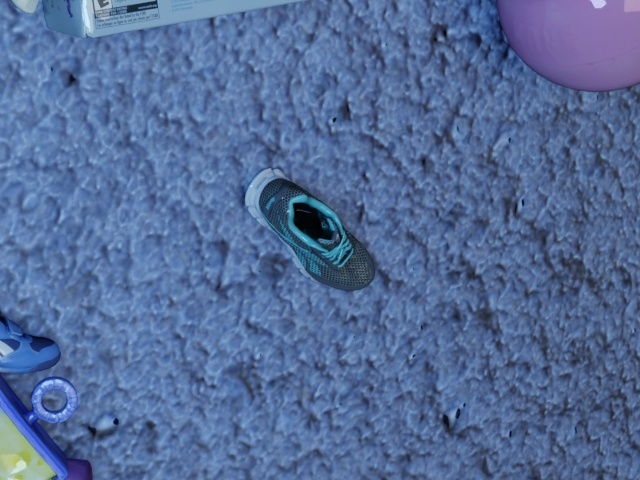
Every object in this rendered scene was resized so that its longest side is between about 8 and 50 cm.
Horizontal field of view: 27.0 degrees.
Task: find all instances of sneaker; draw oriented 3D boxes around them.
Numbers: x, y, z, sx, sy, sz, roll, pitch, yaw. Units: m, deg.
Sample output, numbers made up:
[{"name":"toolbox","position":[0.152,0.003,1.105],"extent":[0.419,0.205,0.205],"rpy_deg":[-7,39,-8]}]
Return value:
[{"name":"sneaker","position":[-0.285,0.077,1.134],"extent":[0.144,0.053,0.059],"rpy_deg":[14,93,-34]},{"name":"sneaker","position":[0.000,0.000,1.271],"extent":[0.166,0.076,0.065],"rpy_deg":[40,81,-32]}]

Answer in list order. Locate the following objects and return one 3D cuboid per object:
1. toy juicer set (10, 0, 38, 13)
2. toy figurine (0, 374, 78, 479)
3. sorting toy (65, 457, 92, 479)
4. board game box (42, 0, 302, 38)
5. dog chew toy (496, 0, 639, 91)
[{"name":"toy juicer set","position":[-0.280,-0.351,0.979],"extent":[0.329,0.089,0.209],"rpy_deg":[40,90,-17]},{"name":"toy figurine","position":[-0.261,0.207,1.053],"extent":[0.217,0.191,0.362],"rpy_deg":[-40,101,-15]},{"name":"sorting toy","position":[-0.278,0.371,1.201],"extent":[0.126,0.127,0.366],"rpy_deg":[4,98,-2]},{"name":"board game box","position":[-0.129,-0.337,1.099],"extent":[0.224,0.097,0.303],"rpy_deg":[-15,110,-27]},{"name":"dog chew toy","position":[0.234,-0.293,1.242],"extent":[0.206,0.206,0.332],"rpy_deg":[-49,133,-12]}]
